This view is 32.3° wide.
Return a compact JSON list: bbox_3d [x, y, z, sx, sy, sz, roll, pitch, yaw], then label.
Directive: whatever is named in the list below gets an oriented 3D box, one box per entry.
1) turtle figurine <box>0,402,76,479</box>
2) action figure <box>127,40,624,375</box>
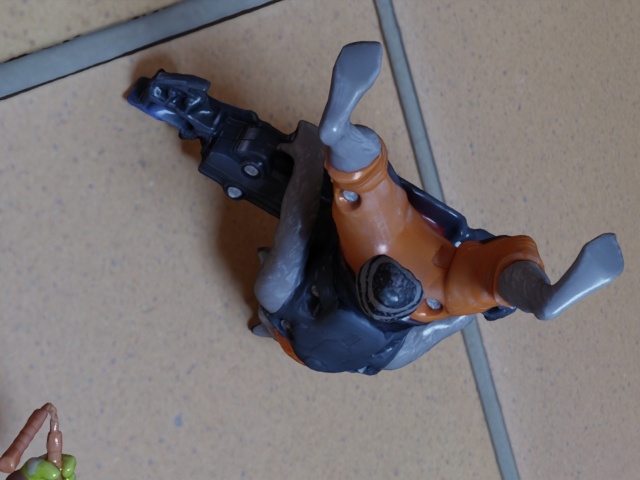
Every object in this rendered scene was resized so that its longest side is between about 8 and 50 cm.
[{"bbox_3d":[-0.232,0.239,0.660,0.217,0.087,0.269,83,28,-46],"label":"turtle figurine"},{"bbox_3d":[0.000,0.000,0.769,0.341,0.330,0.178,27,65,-5],"label":"action figure"}]
